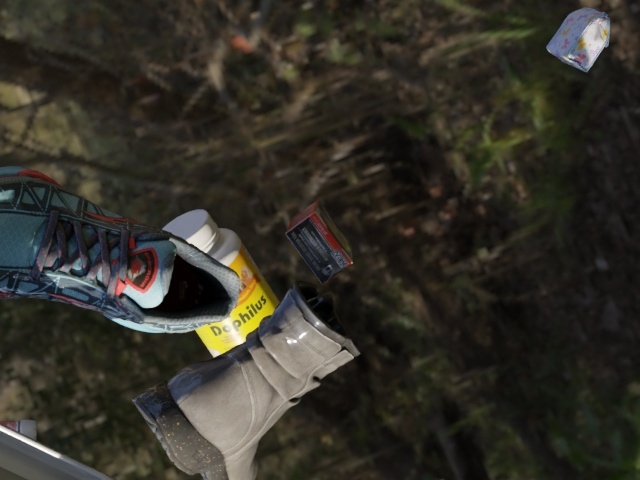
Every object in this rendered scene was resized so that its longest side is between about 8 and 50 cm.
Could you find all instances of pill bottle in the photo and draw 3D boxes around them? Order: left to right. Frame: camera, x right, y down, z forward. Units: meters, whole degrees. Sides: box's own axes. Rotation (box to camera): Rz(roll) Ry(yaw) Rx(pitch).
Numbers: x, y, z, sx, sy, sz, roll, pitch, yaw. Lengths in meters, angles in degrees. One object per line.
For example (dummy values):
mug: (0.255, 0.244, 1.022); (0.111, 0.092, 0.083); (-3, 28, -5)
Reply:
pill bottle: (-0.133, 0.066, 1.872); (0.215, 0.117, 0.117); (59, 174, -26)

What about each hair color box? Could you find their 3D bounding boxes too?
hair color box: (0.000, 0.000, 1.556); (0.072, 0.043, 0.141); (54, -174, -6)

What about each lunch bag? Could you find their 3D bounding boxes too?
lunch bag: (0.372, -0.288, 1.979); (0.053, 0.083, 0.071); (29, -173, -25)

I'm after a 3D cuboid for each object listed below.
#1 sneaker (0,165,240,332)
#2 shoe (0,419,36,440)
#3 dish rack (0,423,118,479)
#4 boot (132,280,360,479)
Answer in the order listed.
sneaker: (-0.168, 0.008, 1.086); (0.125, 0.262, 0.104); (4, 80, 45)
shoe: (-0.313, 0.195, 1.287); (0.178, 0.081, 0.063); (156, 122, -67)
dish rack: (-0.321, 0.248, 1.034); (0.285, 0.333, 0.072); (33, -148, -27)
boot: (-0.051, 0.165, 1.482); (0.118, 0.222, 0.338); (54, 176, 14)
